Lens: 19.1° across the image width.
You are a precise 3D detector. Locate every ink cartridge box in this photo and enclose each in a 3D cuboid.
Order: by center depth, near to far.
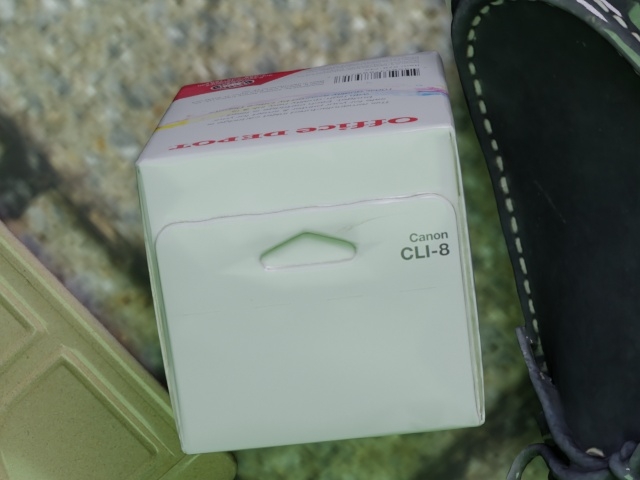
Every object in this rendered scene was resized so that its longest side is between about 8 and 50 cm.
[{"bbox_3d":[0.000,0.000,0.819,0.128,0.176,0.127,-7,104,4],"label":"ink cartridge box"}]

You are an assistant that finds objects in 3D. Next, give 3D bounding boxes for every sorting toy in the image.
[{"bbox_3d":[-0.223,0.129,0.937,0.307,0.041,0.229,-41,104,12],"label":"sorting toy"}]

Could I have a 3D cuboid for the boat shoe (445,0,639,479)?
[{"bbox_3d":[0.173,0.089,0.810,0.156,0.187,0.500,-31,103,-35],"label":"boat shoe"}]
